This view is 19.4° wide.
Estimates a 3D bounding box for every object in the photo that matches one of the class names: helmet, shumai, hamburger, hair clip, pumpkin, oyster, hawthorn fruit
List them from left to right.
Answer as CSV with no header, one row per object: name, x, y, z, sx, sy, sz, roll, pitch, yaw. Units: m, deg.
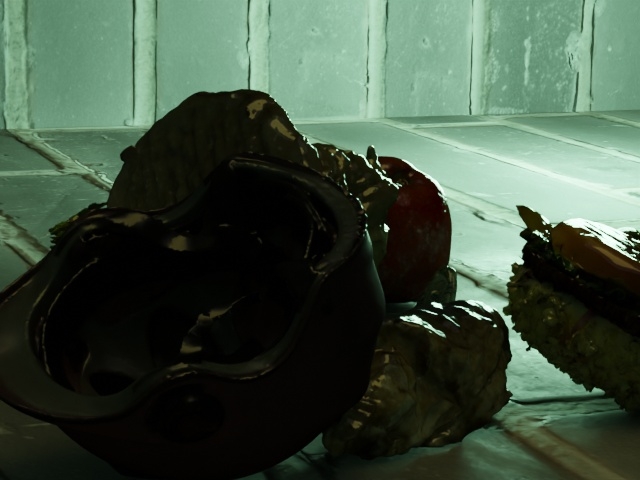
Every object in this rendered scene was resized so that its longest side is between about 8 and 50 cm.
helmet,-0.098,0.090,1.552,0.338,0.197,0.271,-30,39,-8
shumai,-0.032,0.023,1.837,0.262,0.267,0.314,26,22,-43
hawthorn fruit,0.076,-0.011,2.192,0.172,0.173,0.173,1,11,0
oyster,0.087,0.113,1.717,0.166,0.110,0.341,9,13,36
hair clip,0.115,0.083,2.049,0.066,0.036,0.229,-4,19,19
hamburger,0.289,0.075,1.809,0.261,0.139,0.243,22,12,-27
pumpkin,0.420,-0.005,2.573,0.050,0.028,0.083,-1,7,-2

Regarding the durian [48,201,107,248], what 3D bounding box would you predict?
durian,-0.174,-0.002,2.065,0.237,0.176,0.200,-24,-20,-38
